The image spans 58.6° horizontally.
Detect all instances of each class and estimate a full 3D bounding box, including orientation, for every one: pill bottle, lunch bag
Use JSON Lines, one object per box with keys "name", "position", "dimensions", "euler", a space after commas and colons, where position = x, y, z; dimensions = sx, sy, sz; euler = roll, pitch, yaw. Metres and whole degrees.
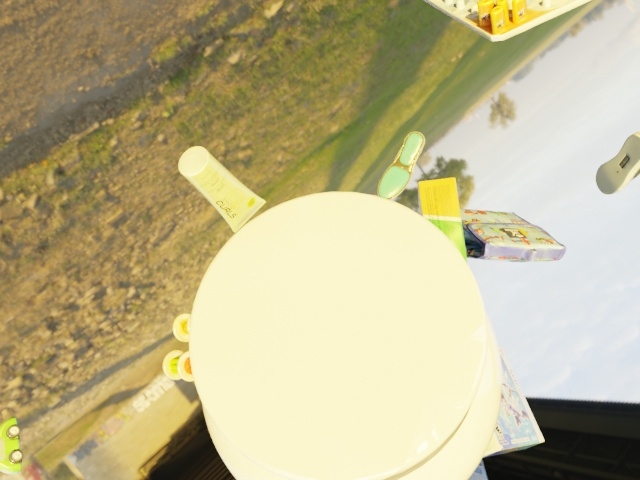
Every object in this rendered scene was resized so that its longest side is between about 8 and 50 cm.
{"name": "pill bottle", "position": [0.030, 0.129, 0.508], "dimensions": [0.229, 0.229, 0.407], "euler": [-40, 157, -11]}
{"name": "lunch bag", "position": [0.475, 0.010, 1.505], "dimensions": [0.221, 0.138, 0.293], "euler": [3, -167, -14]}

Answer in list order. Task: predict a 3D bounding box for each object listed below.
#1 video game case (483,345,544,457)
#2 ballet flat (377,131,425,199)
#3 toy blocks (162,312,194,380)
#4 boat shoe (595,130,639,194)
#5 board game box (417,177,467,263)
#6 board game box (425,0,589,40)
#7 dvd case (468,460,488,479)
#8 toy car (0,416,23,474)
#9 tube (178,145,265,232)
{"name": "video game case", "position": [0.387, 0.351, 1.293], "dimensions": [0.061, 0.244, 0.269], "euler": [-34, 149, 27]}
{"name": "ballet flat", "position": [0.228, -0.200, 1.586], "dimensions": [0.213, 0.072, 0.068], "euler": [-61, 171, -1]}
{"name": "toy blocks", "position": [-0.205, 0.180, 0.983], "dimensions": [0.148, 0.054, 0.123], "euler": [-14, -121, 46]}
{"name": "boat shoe", "position": [0.617, -0.154, 1.115], "dimensions": [0.083, 0.065, 0.183], "euler": [-19, 157, -10]}
{"name": "board game box", "position": [0.236, 0.020, 1.105], "dimensions": [0.064, 0.242, 0.316], "euler": [-8, 177, 10]}
{"name": "board game box", "position": [0.391, -0.531, 1.063], "dimensions": [0.390, 0.050, 0.390], "euler": [-26, -138, -2]}
{"name": "dvd case", "position": [0.402, 0.639, 1.565], "dimensions": [0.022, 0.180, 0.253], "euler": [-37, -138, 29]}
{"name": "toy car", "position": [-0.538, 0.422, 0.984], "dimensions": [0.053, 0.225, 0.239], "euler": [-5, 155, -32]}
{"name": "tube", "position": [-0.183, -0.094, 1.096], "dimensions": [0.070, 0.062, 0.240], "euler": [-8, 155, 16]}
